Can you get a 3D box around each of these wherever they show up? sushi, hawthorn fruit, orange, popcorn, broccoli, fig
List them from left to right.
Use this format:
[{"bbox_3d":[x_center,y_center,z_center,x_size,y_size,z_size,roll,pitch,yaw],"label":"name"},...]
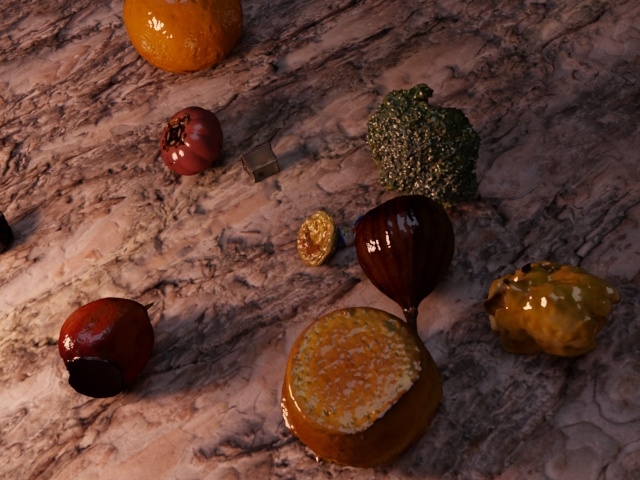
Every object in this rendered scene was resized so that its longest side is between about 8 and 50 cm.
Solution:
[{"bbox_3d":[-0.807,-0.018,1.945,0.098,0.084,0.094,10,50,13],"label":"sushi"},{"bbox_3d":[-0.427,0.199,1.637,0.189,0.190,0.251,22,51,26],"label":"hawthorn fruit"},{"bbox_3d":[-0.392,-0.651,2.242,0.340,0.293,0.341,-4,52,5],"label":"orange"},{"bbox_3d":[0.189,0.074,1.631,0.216,0.217,0.321,-9,71,4],"label":"fig"},{"bbox_3d":[0.227,-0.207,1.802,0.235,0.260,0.288,-11,93,-14],"label":"broccoli"},{"bbox_3d":[0.443,0.126,1.520,0.253,0.191,0.190,12,40,30],"label":"popcorn"}]

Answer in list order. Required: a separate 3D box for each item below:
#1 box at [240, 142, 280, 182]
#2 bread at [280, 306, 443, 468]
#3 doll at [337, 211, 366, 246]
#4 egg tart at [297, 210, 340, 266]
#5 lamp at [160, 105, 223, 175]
[{"bbox_3d":[-0.147,-0.193,1.976,0.084,0.060,0.063,-26,56,-12],"label":"box"},{"bbox_3d":[0.071,0.264,1.486,0.312,0.172,0.312,-5,53,7],"label":"bread"},{"bbox_3d":[0.087,-0.021,1.793,0.142,0.058,0.099,-21,51,1],"label":"doll"},{"bbox_3d":[0.000,0.000,1.772,0.130,0.052,0.131,-21,62,44],"label":"egg tart"},{"bbox_3d":[-0.321,-0.249,2.005,0.182,0.140,0.182,-16,63,34],"label":"lamp"}]
